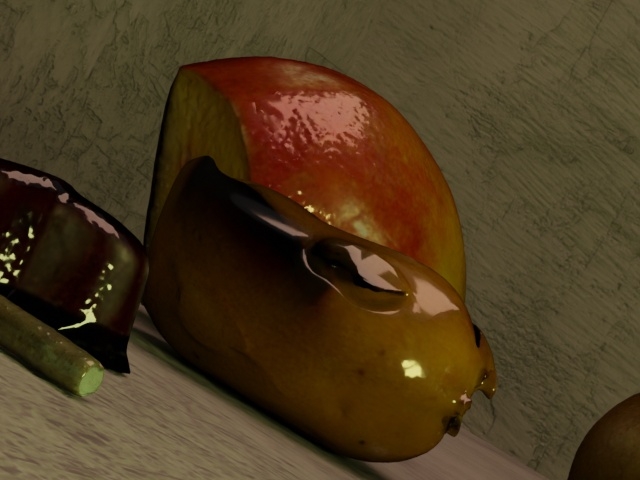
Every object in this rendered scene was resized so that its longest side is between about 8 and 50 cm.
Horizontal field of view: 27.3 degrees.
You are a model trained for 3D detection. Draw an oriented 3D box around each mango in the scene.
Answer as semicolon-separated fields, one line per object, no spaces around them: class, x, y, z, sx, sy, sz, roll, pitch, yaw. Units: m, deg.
mango;-0.007;0.060;0.990;0.287;0.152;0.201;28;0;24

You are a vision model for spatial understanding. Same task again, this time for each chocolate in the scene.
chocolate;-0.157;0.005;0.756;0.149;0.080;0.125;29;-2;-9

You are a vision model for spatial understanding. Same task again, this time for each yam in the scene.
yam;-0.147;0.037;0.605;0.116;0.021;0.021;30;-2;23

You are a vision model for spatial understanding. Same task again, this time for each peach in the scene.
peach;0.000;0.000;1.240;0.380;0.306;0.242;38;-14;-37

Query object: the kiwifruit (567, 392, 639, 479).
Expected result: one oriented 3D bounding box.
kiwifruit;0.301;0.216;0.984;0.196;0.196;0.234;31;3;-37
